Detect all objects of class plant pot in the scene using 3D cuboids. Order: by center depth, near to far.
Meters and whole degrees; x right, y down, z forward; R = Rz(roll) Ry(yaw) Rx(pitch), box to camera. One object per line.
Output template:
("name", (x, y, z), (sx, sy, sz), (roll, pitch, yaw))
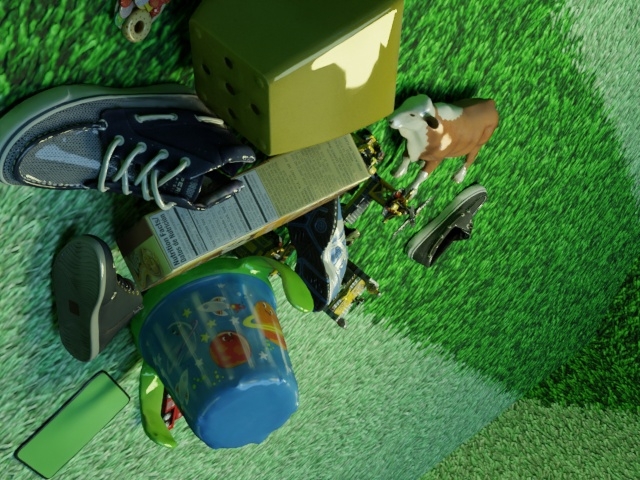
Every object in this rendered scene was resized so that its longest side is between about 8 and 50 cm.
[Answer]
("plant pot", (-0.043, -0.232, 1.498), (0.187, 0.212, 0.212), (-39, 154, -25))

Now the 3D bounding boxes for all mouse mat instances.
("mouse mat", (-0.389, 0.294, 1.928), (0.190, 0.007, 0.153), (-45, 156, -13))

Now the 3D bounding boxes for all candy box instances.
("candy box", (-0.108, -0.043, 1.669), (0.316, 0.088, 0.183), (-27, 180, -23))

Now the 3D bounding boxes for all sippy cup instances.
("sippy cup", (-0.145, 0.183, 1.835), (0.240, 0.224, 0.306), (-9, 136, -22))

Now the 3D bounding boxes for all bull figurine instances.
("bull figurine", (0.209, -0.180, 2.149), (0.310, 0.101, 0.188), (-13, 141, -50))

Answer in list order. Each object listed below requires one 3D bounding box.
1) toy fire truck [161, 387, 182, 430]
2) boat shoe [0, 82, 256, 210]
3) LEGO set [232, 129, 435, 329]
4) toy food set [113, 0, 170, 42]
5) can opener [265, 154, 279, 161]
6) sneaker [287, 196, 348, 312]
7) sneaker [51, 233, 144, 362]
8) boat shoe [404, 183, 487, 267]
("toy fire truck", (-0.235, 0.267, 2.101), (0.135, 0.047, 0.192), (-30, 149, -37))
("boat shoe", (-0.225, -0.101, 1.449), (0.340, 0.158, 0.127), (-21, 143, -48))
("LEGO set", (0.039, -0.007, 1.992), (0.331, 0.192, 0.255), (-47, 155, -7))
("toy food set", (-0.205, -0.273, 1.401), (0.083, 0.020, 0.082), (-45, 155, -9))
("can opener", (0.001, -0.191, 1.806), (0.095, 0.076, 0.283), (-16, 139, -52))
("sneaker", (0.000, 0.000, 1.867), (0.081, 0.080, 0.211), (-27, 125, -60))
("sneaker", (-0.300, 0.055, 1.669), (0.118, 0.083, 0.222), (-45, 158, -43))
("boat shoe", (0.277, -0.026, 2.511), (0.228, 0.076, 0.080), (-38, 154, -23))
